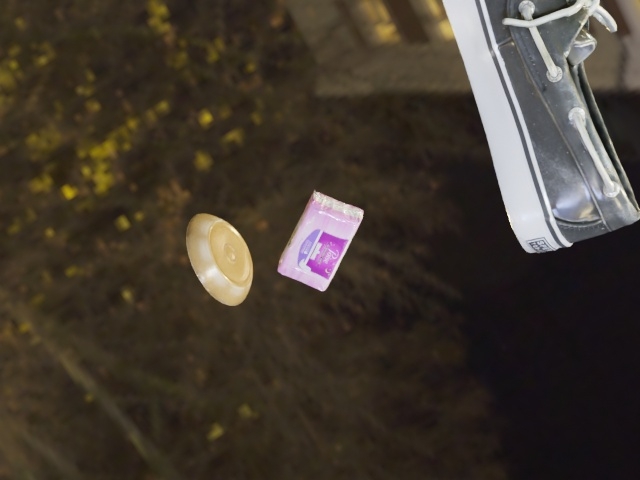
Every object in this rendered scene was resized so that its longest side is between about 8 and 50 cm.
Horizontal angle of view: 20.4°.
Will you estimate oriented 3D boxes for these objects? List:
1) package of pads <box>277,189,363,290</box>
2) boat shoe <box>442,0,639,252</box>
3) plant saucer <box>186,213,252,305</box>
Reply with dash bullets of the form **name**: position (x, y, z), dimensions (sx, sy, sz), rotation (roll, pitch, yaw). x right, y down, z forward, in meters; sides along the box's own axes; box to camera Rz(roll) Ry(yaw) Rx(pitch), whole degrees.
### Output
- **package of pads**: position (0.000, 0.000, 1.598), dimensions (0.032, 0.050, 0.083), rotation (-78, -167, -61)
- **boat shoe**: position (0.158, -0.149, 1.298), dimensions (0.105, 0.306, 0.113), rotation (-17, 172, 20)
- **plant saucer**: position (-0.081, 0.013, 1.493), dimensions (0.015, 0.083, 0.083), rotation (-25, -158, 28)
